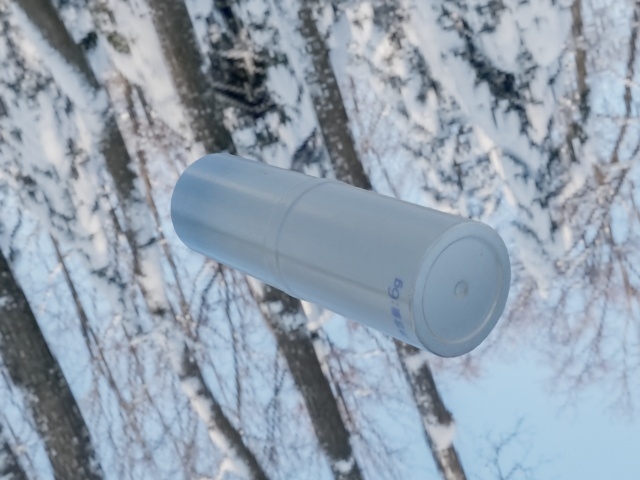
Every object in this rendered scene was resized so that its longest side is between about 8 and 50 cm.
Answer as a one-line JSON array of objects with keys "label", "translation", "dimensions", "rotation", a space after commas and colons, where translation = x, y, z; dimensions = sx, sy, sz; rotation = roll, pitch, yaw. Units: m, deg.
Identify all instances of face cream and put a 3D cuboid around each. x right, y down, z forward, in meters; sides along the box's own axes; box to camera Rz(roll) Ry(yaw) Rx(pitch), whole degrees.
[{"label": "face cream", "translation": [0.000, 0.000, 0.626], "dimensions": [0.077, 0.077, 0.250], "rotation": [-30, -151, -29]}]
